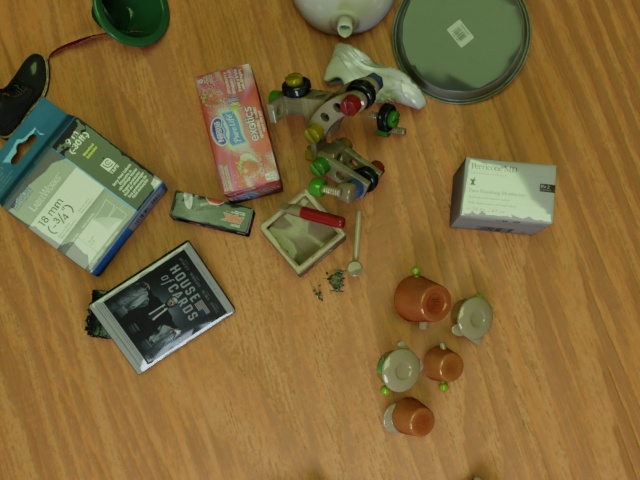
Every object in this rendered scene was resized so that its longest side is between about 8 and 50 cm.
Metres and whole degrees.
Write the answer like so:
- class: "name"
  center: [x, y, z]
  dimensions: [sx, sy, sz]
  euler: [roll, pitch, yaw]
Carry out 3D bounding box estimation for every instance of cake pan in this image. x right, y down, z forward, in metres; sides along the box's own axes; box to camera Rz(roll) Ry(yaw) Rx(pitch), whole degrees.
- class: "cake pan"
  center: [0.295, -0.434, 1.829]
  dimensions: [0.293, 0.054, 0.293]
  euler: [1, 95, 8]

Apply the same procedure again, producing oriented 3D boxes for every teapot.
- class: "teapot"
  center: [0.049, -0.567, 1.821]
  dimensions: [0.256, 0.187, 0.252]
  euler: [44, 85, 7]

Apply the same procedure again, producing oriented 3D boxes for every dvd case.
- class: "dvd case"
  center: [-0.321, 0.137, 1.781]
  dimensions: [0.239, 0.029, 0.179]
  euler: [-33, 103, -3]

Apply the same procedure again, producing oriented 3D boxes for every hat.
- class: "hat"
  center: [-0.464, -0.487, 1.902]
  dimensions: [0.209, 0.184, 0.172]
  euler: [-4, 88, -41]

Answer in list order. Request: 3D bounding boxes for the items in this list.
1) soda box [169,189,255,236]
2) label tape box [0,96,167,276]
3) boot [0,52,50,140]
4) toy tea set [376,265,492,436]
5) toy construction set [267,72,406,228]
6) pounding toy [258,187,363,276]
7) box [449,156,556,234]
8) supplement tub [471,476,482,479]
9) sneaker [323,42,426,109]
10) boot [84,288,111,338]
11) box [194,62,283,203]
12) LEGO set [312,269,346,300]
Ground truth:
- class: "soda box"
  center: [-0.225, -0.056, 1.821]
  dimensions: [0.169, 0.053, 0.060]
  euler: [13, 83, 2]
- class: "label tape box"
  center: [-0.523, -0.119, 1.796]
  dimensions: [0.334, 0.106, 0.240]
  euler: [37, 84, 0]
- class: "boot"
  center: [-0.638, -0.315, 1.824]
  dimensions: [0.077, 0.137, 0.197]
  euler: [18, 82, 3]
- class: "toy tea set"
  center: [0.195, 0.225, 1.764]
  dimensions: [0.200, 0.124, 0.336]
  euler: [33, 79, -24]
- class: "toy construction set"
  center: [-0.009, -0.189, 1.730]
  dimensions: [0.237, 0.257, 0.308]
  euler: [15, 67, 23]
- class: "pounding toy"
  center: [0.011, -0.002, 1.788]
  dimensions: [0.181, 0.094, 0.206]
  euler: [-40, 83, -4]
- class: "box"
  center: [0.361, -0.086, 1.749]
  dimensions: [0.181, 0.182, 0.119]
  euler: [5, 83, 2]
- class: "supplement tub"
  center: [0.294, 0.525, 1.721]
  dimensions: [0.107, 0.071, 0.071]
  euler: [-42, 83, -6]
- class: "sneaker"
  center: [0.111, -0.319, 1.844]
  dimensions: [0.232, 0.090, 0.115]
  euler: [29, 90, 14]
- class: "boot"
  center: [-0.425, 0.155, 1.801]
  dimensions: [0.121, 0.045, 0.099]
  euler: [5, 84, 2]
- class: "box"
  center: [-0.167, -0.217, 1.805]
  dimensions: [0.123, 0.128, 0.256]
  euler: [-14, 83, -1]
- class: "LEGO set"
  center: [0.023, 0.090, 1.815]
  dimensions: [0.083, 0.023, 0.054]
  euler: [-24, 80, 11]
